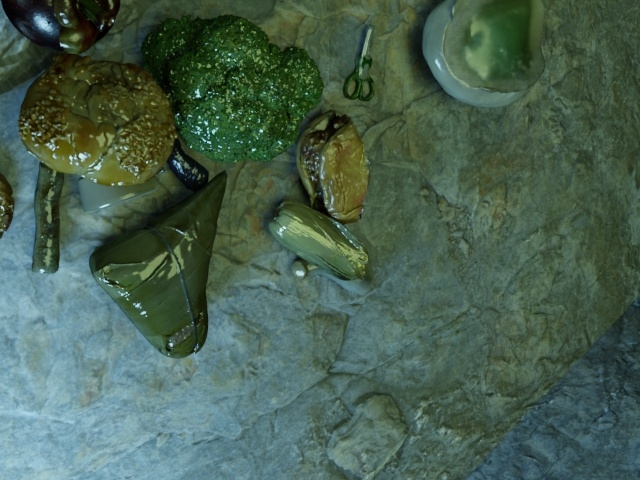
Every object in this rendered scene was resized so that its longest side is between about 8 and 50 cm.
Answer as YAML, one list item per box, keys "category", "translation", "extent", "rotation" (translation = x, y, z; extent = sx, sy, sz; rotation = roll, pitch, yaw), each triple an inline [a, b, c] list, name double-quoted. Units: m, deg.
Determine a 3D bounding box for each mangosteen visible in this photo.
- category: "mangosteen"
  translation: [-0.479, -0.463, 1.353]
  extent: [0.228, 0.265, 0.228]
  rotation: [-33, 143, -29]

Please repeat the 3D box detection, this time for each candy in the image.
- category: "candy"
  translation: [0.471, -0.581, 2.074]
  extent: [0.426, 0.186, 0.386]
  rotation: [-12, 105, -31]

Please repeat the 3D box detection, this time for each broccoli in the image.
- category: "broccoli"
  translation: [-0.199, -0.332, 1.598]
  extent: [0.413, 0.310, 0.321]
  rotation: [3, 100, -2]

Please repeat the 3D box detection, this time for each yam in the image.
- category: "yam"
  translation: [-0.595, -0.052, 1.549]
  extent: [0.061, 0.061, 0.253]
  rotation: [-1, 106, -37]

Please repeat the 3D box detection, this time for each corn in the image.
- category: "corn"
  translation: [0.000, 0.003, 1.931]
  extent: [0.305, 0.122, 0.123]
  rotation: [29, 73, -17]

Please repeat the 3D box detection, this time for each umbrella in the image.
- category: "umbrella"
  translation: [-0.354, -0.216, 1.677]
  extent: [0.071, 0.071, 0.248]
  rotation: [-48, 119, -13]

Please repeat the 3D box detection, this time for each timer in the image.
- category: "timer"
  translation: [-0.476, -0.210, 1.548]
  extent: [0.175, 0.175, 0.266]
  rotation: [-24, 101, -28]

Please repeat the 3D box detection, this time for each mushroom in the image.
- category: "mushroom"
  translation: [0.040, 0.079, 2.055]
  extent: [0.270, 0.103, 0.118]
  rotation: [17, 87, -28]

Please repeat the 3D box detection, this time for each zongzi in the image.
- category: "zongzi"
  translation: [-0.309, 0.074, 1.731]
  extent: [0.393, 0.174, 0.356]
  rotation: [-39, 126, -17]

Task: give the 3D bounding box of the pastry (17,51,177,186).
- category: "pastry"
  translation: [-0.440, -0.246, 1.421]
  extent: [0.310, 0.162, 0.255]
  rotation: [11, 74, -14]

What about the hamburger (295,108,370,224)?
- category: "hamburger"
  translation: [0.032, -0.194, 1.907]
  extent: [0.245, 0.155, 0.282]
  rotation: [23, 94, -38]

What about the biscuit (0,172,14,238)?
- category: "biscuit"
  translation: [-0.737, -0.070, 1.448]
  extent: [0.225, 0.042, 0.226]
  rotation: [-15, 116, -33]

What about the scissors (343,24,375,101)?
- category: "scissors"
  translation: [0.118, -0.486, 1.947]
  extent: [0.101, 0.027, 0.205]
  rotation: [-5, 111, -39]

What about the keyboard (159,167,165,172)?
- category: "keyboard"
  translation: [-0.410, -0.220, 1.637]
  extent: [0.010, 0.053, 0.155]
  rotation: [-73, 150, -53]
